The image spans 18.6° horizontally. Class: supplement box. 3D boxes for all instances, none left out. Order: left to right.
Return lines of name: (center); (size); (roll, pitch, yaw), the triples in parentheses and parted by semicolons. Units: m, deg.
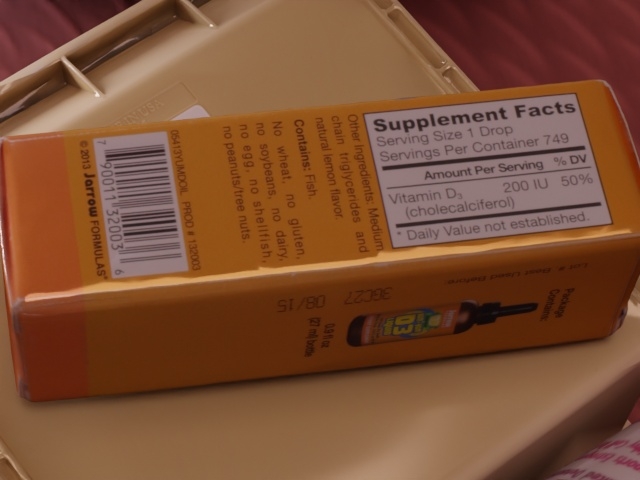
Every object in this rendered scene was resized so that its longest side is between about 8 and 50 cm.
supplement box: (0.000, 0.000, 0.724); (0.233, 0.078, 0.080); (-4, 60, -8)

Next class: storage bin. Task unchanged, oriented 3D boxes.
storage bin: (-0.036, 0.037, 0.814); (0.262, 0.123, 0.260); (-33, 69, -20)

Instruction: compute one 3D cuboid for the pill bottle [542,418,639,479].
pill bottle: (0.079, 0.185, 0.717); (0.283, 0.160, 0.160); (-29, 69, -23)
